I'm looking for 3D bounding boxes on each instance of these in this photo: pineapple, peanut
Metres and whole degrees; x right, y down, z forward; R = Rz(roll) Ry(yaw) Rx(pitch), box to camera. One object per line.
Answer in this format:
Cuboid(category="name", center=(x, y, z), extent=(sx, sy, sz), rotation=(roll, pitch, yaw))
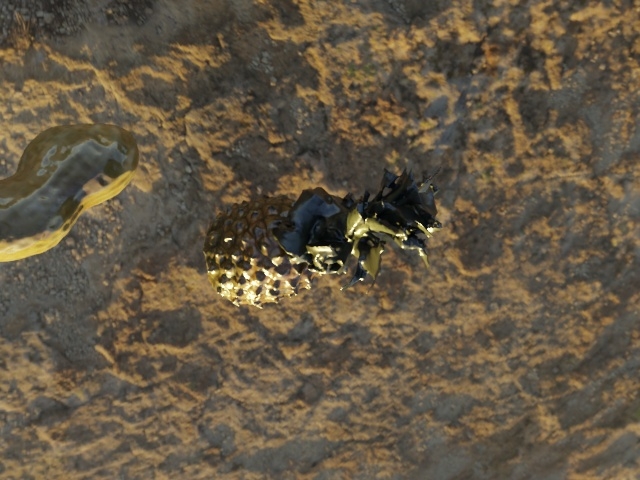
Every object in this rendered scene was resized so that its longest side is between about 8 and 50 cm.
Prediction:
Cuboid(category="pineapple", center=(0.000, 0.000, 0.580), extent=(0.251, 0.125, 0.125), rotation=(-14, 141, 37))
Cuboid(category="peanut", center=(-0.256, -0.047, 0.576), extent=(0.193, 0.089, 0.089), rotation=(-46, 134, -28))
